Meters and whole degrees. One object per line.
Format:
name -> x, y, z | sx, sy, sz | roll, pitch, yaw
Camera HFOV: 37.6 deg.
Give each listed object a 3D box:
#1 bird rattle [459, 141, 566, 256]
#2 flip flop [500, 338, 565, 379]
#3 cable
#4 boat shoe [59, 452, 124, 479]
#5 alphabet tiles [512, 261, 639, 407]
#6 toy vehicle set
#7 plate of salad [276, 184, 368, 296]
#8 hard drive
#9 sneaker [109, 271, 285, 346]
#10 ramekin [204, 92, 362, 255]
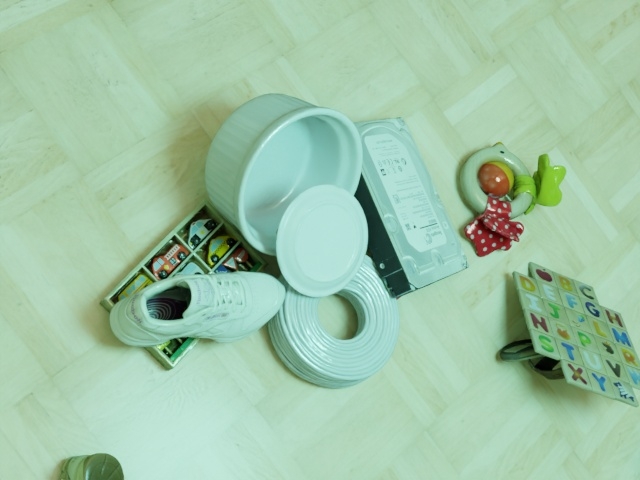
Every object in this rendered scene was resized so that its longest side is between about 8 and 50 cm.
bird rattle -> 0.378, -0.095, 1.985 | 0.253, 0.143, 0.207 | -36, 80, -18
flip flop -> 0.492, 0.245, 1.925 | 0.277, 0.112, 0.080 | 6, 86, -31
cable -> 0.029, 0.138, 1.722 | 0.257, 0.089, 0.257 | 37, 61, -12
boat shoe -> -0.353, 0.471, 1.433 | 0.104, 0.089, 0.285 | 19, 66, -49
alphabet tiles -> 0.528, 0.183, 1.907 | 0.285, 0.011, 0.342 | 21, 35, -18
toy vehicle set -> -0.233, 0.074, 1.641 | 0.166, 0.035, 0.267 | 45, 60, -7
plate of salad -> 0.000, 0.000, 1.656 | 0.200, 0.048, 0.200 | -6, 100, -36
hard drive -> 0.150, -0.072, 1.820 | 0.237, 0.064, 0.339 | -15, 81, -53
sneaker -> -0.182, 0.109, 1.546 | 0.305, 0.152, 0.114 | -10, 76, -30
ramekin -> -0.071, -0.124, 1.659 | 0.277, 0.277, 0.135 | -28, 43, -31
